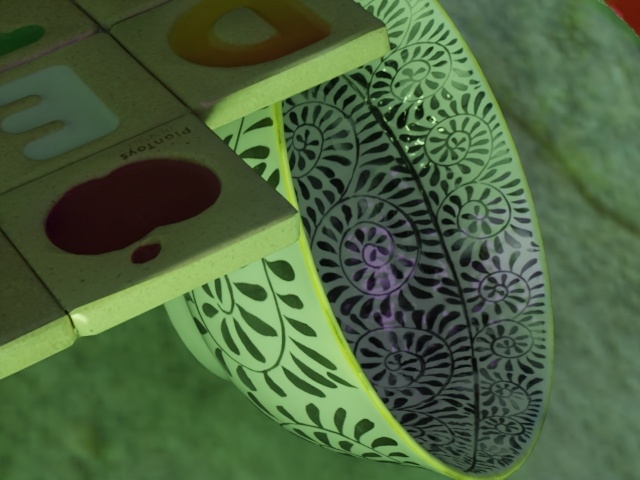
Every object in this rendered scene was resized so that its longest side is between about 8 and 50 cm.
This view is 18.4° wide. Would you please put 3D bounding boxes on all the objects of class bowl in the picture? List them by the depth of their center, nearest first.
[{"bbox_3d":[0.000,0.000,0.609,0.170,0.080,0.170,40,41,-46],"label":"bowl"}]

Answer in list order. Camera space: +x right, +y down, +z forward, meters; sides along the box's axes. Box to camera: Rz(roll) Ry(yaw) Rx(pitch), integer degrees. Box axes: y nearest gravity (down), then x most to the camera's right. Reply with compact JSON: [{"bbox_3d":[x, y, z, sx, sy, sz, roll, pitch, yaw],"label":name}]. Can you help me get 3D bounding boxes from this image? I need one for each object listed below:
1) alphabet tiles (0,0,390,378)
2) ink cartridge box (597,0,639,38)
[{"bbox_3d":[-0.157,-0.045,0.545,0.285,0.011,0.342,-24,37,-18],"label":"alphabet tiles"},{"bbox_3d":[0.157,-0.171,0.810,0.189,0.066,0.232,-31,64,-31],"label":"ink cartridge box"}]
